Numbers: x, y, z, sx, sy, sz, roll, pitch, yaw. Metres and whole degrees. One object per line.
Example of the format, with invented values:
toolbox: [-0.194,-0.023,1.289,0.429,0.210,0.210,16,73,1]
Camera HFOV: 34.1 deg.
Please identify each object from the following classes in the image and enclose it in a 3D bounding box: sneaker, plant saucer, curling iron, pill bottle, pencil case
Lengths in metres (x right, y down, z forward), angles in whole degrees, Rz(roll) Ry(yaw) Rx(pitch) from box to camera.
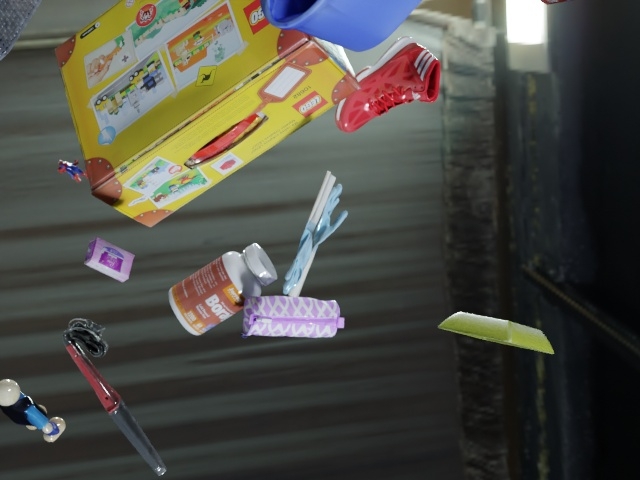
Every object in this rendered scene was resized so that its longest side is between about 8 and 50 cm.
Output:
sneaker: [0.132,-0.272,1.941,0.128,0.221,0.087,41,3,40]
plant saucer: [0.380,0.194,2.235,0.188,0.188,0.045,9,-96,43]
curling iron: [-0.310,0.240,1.584,0.274,0.068,0.035,63,30,-5]
pill bottle: [-0.205,0.100,2.221,0.121,0.216,0.121,55,10,-14]
pencil case: [-0.062,0.158,2.157,0.088,0.206,0.086,171,-80,-72]

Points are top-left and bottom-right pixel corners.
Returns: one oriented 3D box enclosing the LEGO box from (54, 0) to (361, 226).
LEGO box: [-0.228,-0.325,1.978,0.193,0.500,0.373,34,30,-54]

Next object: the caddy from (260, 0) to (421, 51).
caddy: [0.045,-0.419,1.397,0.341,0.179,0.241,-46,-140,34]

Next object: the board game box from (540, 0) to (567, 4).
board game box: [0.441,-0.434,1.541,0.281,0.027,0.145,10,-98,60]

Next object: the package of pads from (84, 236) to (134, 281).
package of pads: [-0.369,0.034,1.826,0.032,0.083,0.050,-23,-132,43]

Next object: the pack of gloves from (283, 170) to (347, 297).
pack of gloves: [0.000,0.000,1.899,0.195,0.046,0.232,34,78,-83]

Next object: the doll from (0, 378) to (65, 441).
doll: [-0.440,0.246,1.536,0.046,0.129,0.189,-57,165,-18]

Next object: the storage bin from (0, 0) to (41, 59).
storage bin: [-0.438,-0.295,1.326,0.084,0.122,0.180,56,33,-35]

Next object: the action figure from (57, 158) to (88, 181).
action figure: [-0.518,-0.149,2.168,0.115,0.038,0.030,22,-44,50]
